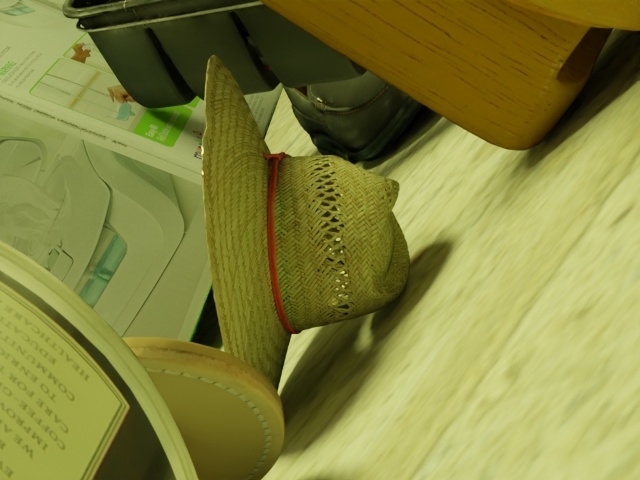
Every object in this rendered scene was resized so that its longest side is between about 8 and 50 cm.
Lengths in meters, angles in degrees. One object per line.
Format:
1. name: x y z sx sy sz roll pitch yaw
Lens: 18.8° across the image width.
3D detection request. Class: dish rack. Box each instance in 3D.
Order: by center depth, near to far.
1. dish rack: 0.028 -0.156 0.947 0.208 0.074 0.271 -4 31 36

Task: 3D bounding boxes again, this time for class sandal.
1. sandal: -0.073 0.110 0.618 0.240 0.088 0.079 133 143 -58

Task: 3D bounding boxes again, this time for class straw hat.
1. straw hat: 0.000 0.000 0.682 0.061 0.144 0.144 -8 16 6

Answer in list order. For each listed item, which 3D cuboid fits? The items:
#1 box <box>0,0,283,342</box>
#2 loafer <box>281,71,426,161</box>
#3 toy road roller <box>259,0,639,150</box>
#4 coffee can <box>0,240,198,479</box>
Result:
1. box: -0.151 -0.051 1.017 0.262 0.231 0.127 -82 12 -73
2. loafer: 0.016 -0.078 0.960 0.062 0.061 0.170 -48 10 -16
3. toy road roller: 0.089 -0.187 0.665 0.240 0.202 0.329 -55 4 40
4. coffee can: -0.144 0.125 0.389 0.201 0.201 0.275 -45 9 20
